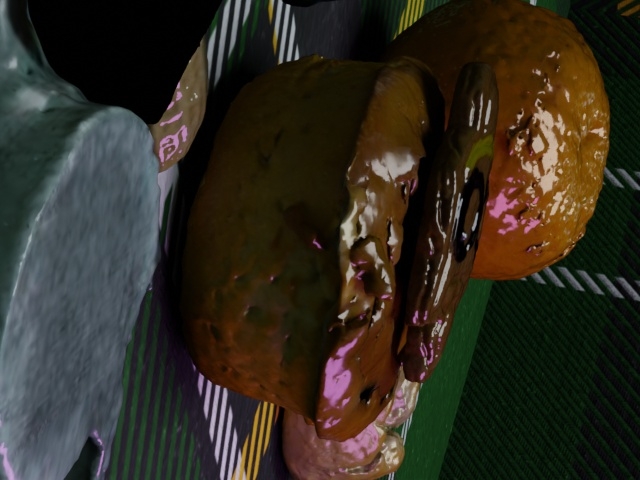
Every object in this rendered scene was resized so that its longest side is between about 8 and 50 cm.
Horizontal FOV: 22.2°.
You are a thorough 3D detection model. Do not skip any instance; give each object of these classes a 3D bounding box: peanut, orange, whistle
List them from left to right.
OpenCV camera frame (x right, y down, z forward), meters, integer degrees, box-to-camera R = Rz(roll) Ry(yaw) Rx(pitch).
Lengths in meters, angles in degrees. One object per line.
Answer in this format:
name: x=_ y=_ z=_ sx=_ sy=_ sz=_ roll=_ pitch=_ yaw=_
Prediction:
whistle: x=-0.187 y=0.057 z=0.824 sx=0.405 sy=0.168 sz=0.188 roll=92 pitch=16 yaw=-48
peanut: x=-0.121 y=-0.125 z=1.125 sx=0.093 sy=0.083 sz=0.194 roll=-84 pitch=175 yaw=-56
orange: x=0.186 y=-0.122 z=1.953 sx=0.340 sy=0.293 sz=0.341 roll=-22 pitch=115 yaw=-59

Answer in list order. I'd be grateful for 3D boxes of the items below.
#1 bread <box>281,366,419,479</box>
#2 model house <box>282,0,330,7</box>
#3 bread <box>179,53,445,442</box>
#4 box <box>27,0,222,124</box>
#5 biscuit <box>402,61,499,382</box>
bread: x=0.041 y=0.187 z=1.924 sx=0.244 sy=0.134 sz=0.245 roll=12 pitch=90 yaw=-74
model house: x=0.017 y=-0.381 z=1.209 sx=0.329 sy=0.251 sz=0.295 roll=-72 pitch=166 yaw=-52
bread: x=-0.001 y=0.000 z=1.476 sx=0.358 sy=0.204 sz=0.337 roll=-52 pitch=147 yaw=-70
box: x=-0.130 y=-0.259 z=0.877 sx=0.341 sy=0.143 sz=0.225 roll=88 pitch=18 yaw=-46
biscuit: x=0.120 y=-0.014 z=1.450 sx=0.208 sy=0.041 sz=0.290 roll=5 pitch=96 yaw=-78
